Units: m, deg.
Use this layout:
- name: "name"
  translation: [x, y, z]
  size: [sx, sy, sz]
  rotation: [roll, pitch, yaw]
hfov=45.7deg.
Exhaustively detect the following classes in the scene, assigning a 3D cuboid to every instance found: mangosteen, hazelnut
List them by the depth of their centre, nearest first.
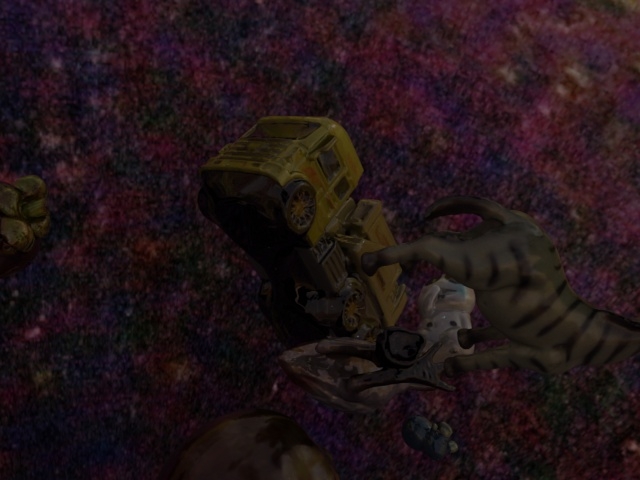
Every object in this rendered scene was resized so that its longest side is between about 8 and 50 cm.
- name: "hazelnut"
  translation: [-0.070, 0.314, 0.868]
  size: [0.218, 0.234, 0.218]
  rotation: [-20, 28, 11]
- name: "mangosteen"
  translation: [-0.522, -0.025, 1.243]
  size: [0.180, 0.166, 0.166]
  rotation: [-25, 51, 16]

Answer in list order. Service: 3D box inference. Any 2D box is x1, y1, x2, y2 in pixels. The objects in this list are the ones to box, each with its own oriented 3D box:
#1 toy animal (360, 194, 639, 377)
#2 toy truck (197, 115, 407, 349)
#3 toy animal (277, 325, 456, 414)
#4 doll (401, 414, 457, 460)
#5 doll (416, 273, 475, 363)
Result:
- name: "toy animal"
  translation: [0.151, 0.039, 0.524]
  size: [0.217, 0.176, 0.073]
  rotation: [47, 38, -31]
- name: "toy truck"
  translation: [0.000, 0.000, 1.143]
  size: [0.180, 0.405, 0.254]
  rotation: [6, 47, 38]
- name: "toy animal"
  translation: [0.056, 0.166, 0.920]
  size: [0.195, 0.324, 0.091]
  rotation: [6, 74, 6]
- name: "doll"
  translation: [0.160, 0.294, 1.148]
  size: [0.083, 0.076, 0.050]
  rotation: [22, 55, 35]
- name: "doll"
  translation: [0.223, 0.140, 1.356]
  size: [0.110, 0.107, 0.181]
  rotation: [-3, 64, 22]
